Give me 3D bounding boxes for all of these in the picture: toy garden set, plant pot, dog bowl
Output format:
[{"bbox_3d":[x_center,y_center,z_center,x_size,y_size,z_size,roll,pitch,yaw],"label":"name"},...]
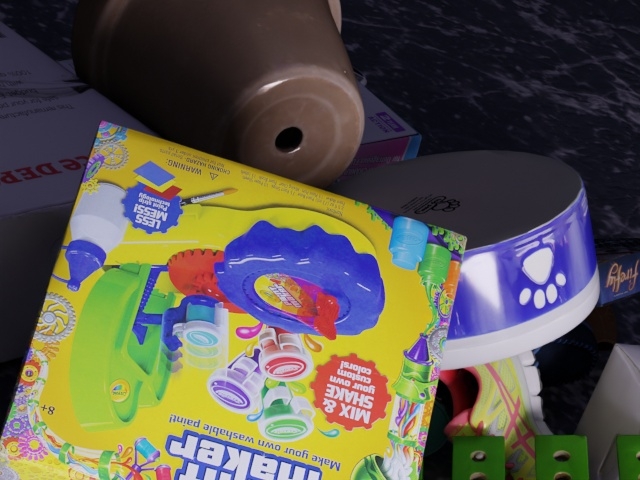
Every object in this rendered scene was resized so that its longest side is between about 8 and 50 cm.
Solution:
[{"bbox_3d":[0.159,0.238,1.551,0.244,0.049,0.204,-1,35,5],"label":"toy garden set"},{"bbox_3d":[-0.073,-0.146,1.797,0.263,0.263,0.229,3,33,-30],"label":"plant pot"},{"bbox_3d":[0.110,0.013,1.731,0.265,0.104,0.265,-9,21,4],"label":"dog bowl"}]

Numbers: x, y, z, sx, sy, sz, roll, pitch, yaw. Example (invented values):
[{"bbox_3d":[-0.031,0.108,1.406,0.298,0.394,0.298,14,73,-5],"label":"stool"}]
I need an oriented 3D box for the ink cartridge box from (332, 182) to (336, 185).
[{"bbox_3d":[0.000,0.000,1.940,0.115,0.067,0.198,37,31,29],"label":"ink cartridge box"}]

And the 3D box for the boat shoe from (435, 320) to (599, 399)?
[{"bbox_3d":[0.135,0.123,1.800,0.258,0.109,0.089,-4,38,-11],"label":"boat shoe"}]

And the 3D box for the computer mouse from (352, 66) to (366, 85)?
[{"bbox_3d":[-0.020,-0.161,2.253,0.106,0.042,0.193,32,34,30],"label":"computer mouse"}]

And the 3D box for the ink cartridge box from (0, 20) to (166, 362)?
[{"bbox_3d":[-0.343,-0.069,1.720,0.395,0.166,0.285,36,31,28],"label":"ink cartridge box"}]

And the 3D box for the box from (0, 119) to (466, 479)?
[{"bbox_3d":[-0.073,0.107,1.454,0.290,0.177,0.279,17,60,-7],"label":"box"}]

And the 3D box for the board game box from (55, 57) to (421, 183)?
[{"bbox_3d":[-0.090,-0.124,2.062,0.316,0.064,0.242,-12,41,-35],"label":"board game box"}]

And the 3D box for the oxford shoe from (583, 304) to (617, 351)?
[{"bbox_3d":[0.211,0.099,1.913,0.212,0.076,0.076,-12,80,-31],"label":"oxford shoe"}]

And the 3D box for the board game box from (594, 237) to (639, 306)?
[{"bbox_3d":[0.213,0.031,1.921,0.243,0.042,0.165,-1,8,40],"label":"board game box"}]

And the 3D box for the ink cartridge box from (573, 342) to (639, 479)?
[{"bbox_3d":[0.338,0.185,1.736,0.219,0.160,0.092,8,29,-25],"label":"ink cartridge box"}]

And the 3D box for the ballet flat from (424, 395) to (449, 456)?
[{"bbox_3d":[0.003,0.153,1.657,0.241,0.091,0.077,1,6,-41],"label":"ballet flat"}]

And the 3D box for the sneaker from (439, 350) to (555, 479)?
[{"bbox_3d":[0.150,0.176,1.673,0.094,0.081,0.208,0,57,-31],"label":"sneaker"}]
